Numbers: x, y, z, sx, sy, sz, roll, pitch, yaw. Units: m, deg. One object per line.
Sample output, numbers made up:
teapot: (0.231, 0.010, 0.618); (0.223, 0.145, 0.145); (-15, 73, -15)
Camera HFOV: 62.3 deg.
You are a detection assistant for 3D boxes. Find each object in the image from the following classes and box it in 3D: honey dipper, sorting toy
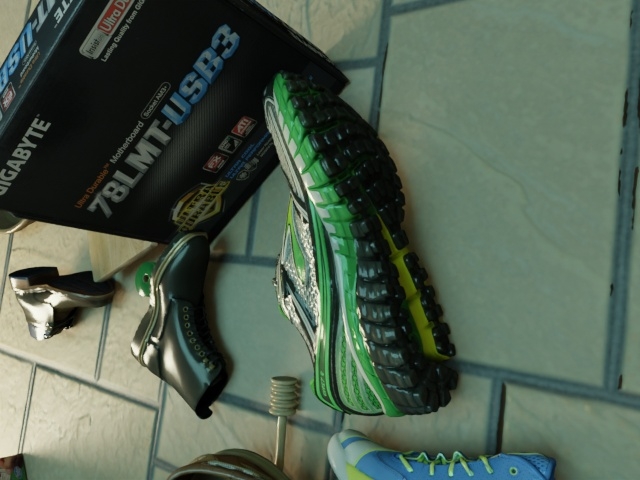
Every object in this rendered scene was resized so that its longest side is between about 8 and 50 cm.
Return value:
honey dipper: (-0.044, 0.229, 0.570); (0.030, 0.030, 0.161); (2, 87, 35)
sorting toy: (-0.280, -0.031, 0.766); (0.132, 0.046, 0.275); (-29, 67, 28)

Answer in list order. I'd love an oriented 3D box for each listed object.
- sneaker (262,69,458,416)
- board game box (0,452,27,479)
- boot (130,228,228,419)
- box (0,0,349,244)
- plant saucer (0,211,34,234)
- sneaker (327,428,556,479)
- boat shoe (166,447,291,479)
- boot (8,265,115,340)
sneaker: (0.000, 0.000, 0.500); (0.146, 0.134, 0.344); (-23, 76, 33)
board game box: (-0.500, 0.473, 0.731); (0.046, 0.213, 0.317); (-40, 61, 23)
boot: (-0.145, 0.100, 0.642); (0.137, 0.076, 0.198); (34, 115, 29)
box: (-0.158, -0.126, 0.546); (0.295, 0.293, 0.073); (-45, 61, 20)
plant saucer: (-0.546, -0.147, 0.976); (0.277, 0.041, 0.278); (-6, 79, 34)
sneaker: (0.120, 0.207, 0.437); (0.240, 0.091, 0.126); (31, 82, 35)
boat shoe: (-0.009, 0.285, 0.453); (0.324, 0.116, 0.123); (15, 73, 26)
boot: (-0.390, 0.104, 0.819); (0.219, 0.082, 0.106); (6, 107, 31)
